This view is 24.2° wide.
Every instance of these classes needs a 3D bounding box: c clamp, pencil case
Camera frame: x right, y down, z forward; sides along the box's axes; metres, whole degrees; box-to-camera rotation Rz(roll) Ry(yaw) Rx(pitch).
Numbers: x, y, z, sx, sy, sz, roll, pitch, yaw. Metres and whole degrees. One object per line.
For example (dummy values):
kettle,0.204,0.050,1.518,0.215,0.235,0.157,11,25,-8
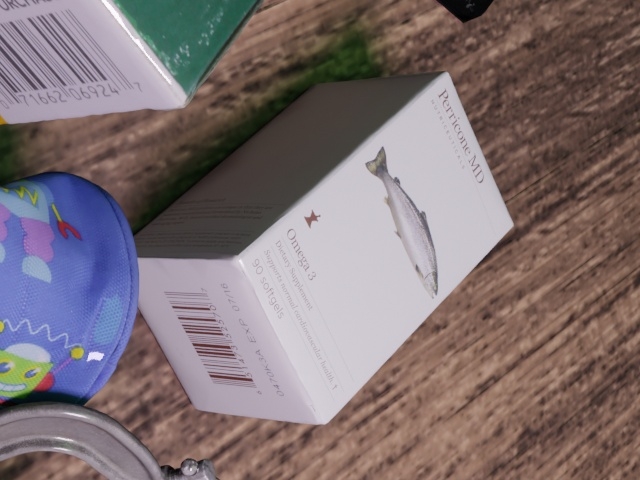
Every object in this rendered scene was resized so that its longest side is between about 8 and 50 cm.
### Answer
c clamp,-0.124,0.116,0.662,0.137,0.161,0.022,56,23,-50
pencil case,-0.219,-0.017,0.581,0.306,0.133,0.119,25,116,-40

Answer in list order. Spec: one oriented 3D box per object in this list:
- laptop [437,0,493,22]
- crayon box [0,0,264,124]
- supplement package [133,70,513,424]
laptop,0.068,-0.316,0.919,0.234,0.137,0.264,33,43,-39
crayon box,-0.184,-0.184,0.551,0.323,0.203,0.083,51,58,-31
supplement package,0.000,0.000,0.793,0.179,0.105,0.105,-44,118,-35
